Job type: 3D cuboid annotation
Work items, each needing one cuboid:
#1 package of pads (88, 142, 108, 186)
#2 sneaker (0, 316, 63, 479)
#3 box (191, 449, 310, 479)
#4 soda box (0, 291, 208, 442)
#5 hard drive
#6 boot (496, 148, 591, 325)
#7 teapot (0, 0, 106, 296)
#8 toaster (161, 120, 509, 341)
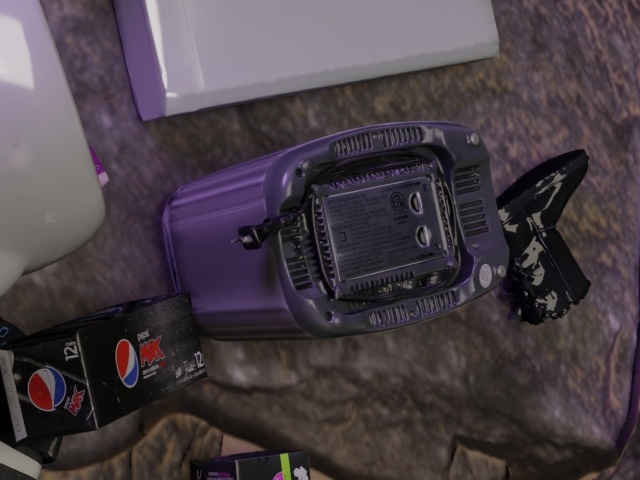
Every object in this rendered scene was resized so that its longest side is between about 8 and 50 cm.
[{"bbox_3d":[-0.173,-0.033,1.105,0.083,0.032,0.050,-43,113,-34],"label":"package of pads"},{"bbox_3d":[-0.237,0.074,1.017,0.217,0.079,0.121,45,55,-34],"label":"sneaker"},{"bbox_3d":[-0.042,0.180,1.168,0.062,0.052,0.083,-3,87,-40],"label":"box"},{"bbox_3d":[-0.125,0.072,1.065,0.169,0.053,0.060,-19,97,-72],"label":"soda box"},{"bbox_3d":[-0.013,-0.205,1.253,0.308,0.040,0.203,-14,93,-39],"label":"hard drive"},{"bbox_3d":[0.177,-0.001,1.375,0.121,0.045,0.099,-37,104,-29],"label":"boot"},{"bbox_3d":[-0.237,-0.083,0.960,0.187,0.256,0.252,-19,120,-8],"label":"teapot"},{"bbox_3d":[0.000,0.000,1.166,0.227,0.146,0.129,-15,92,-40],"label":"toaster"}]
